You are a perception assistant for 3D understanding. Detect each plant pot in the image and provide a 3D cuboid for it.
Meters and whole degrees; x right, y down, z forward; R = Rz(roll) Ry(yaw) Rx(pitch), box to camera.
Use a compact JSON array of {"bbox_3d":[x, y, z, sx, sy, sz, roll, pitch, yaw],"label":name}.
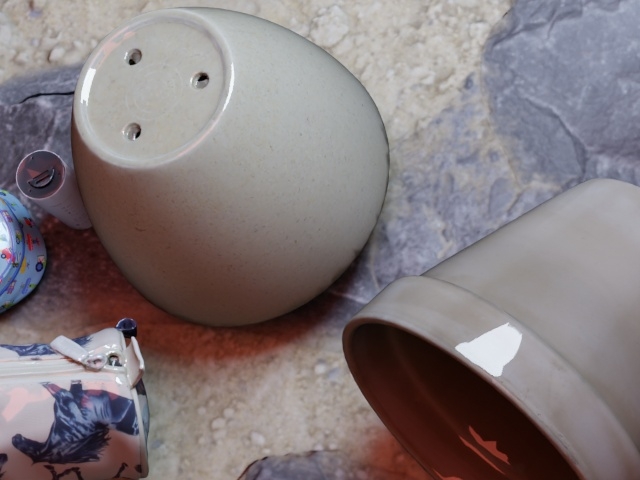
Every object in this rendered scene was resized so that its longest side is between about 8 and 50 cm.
[{"bbox_3d":[0.231,0.101,1.317,0.323,0.323,0.280,41,69,15],"label":"plant pot"}]

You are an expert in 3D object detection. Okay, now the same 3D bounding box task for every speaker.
[{"bbox_3d":[-0.279,-0.053,1.497,0.055,0.136,0.055,-2,77,9],"label":"speaker"}]

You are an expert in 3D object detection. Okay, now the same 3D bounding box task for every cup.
[{"bbox_3d":[-0.122,-0.104,1.401,0.331,0.237,0.331,-7,68,18],"label":"cup"}]

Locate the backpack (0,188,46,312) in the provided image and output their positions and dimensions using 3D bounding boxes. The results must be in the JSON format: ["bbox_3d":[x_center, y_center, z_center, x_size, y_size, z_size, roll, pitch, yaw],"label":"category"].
[{"bbox_3d":[-0.396,0.017,1.511,0.173,0.117,0.158,-32,75,-2],"label":"backpack"}]

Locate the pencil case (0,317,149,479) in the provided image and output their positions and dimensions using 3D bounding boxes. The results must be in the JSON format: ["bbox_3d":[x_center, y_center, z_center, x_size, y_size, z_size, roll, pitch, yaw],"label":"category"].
[{"bbox_3d":[-0.375,0.173,1.375,0.410,0.184,0.160,-4,40,-15],"label":"pencil case"}]
